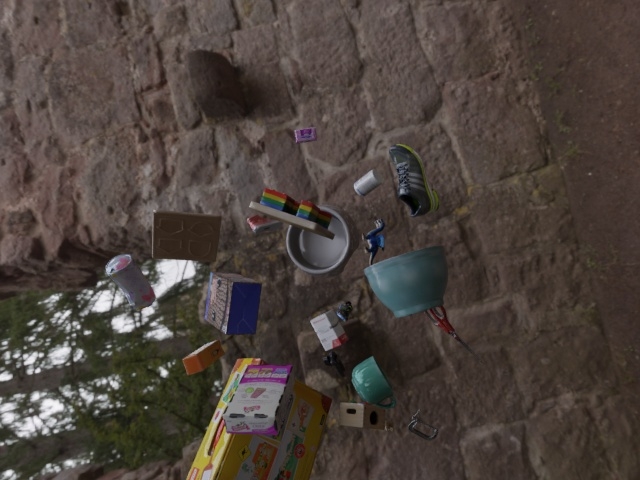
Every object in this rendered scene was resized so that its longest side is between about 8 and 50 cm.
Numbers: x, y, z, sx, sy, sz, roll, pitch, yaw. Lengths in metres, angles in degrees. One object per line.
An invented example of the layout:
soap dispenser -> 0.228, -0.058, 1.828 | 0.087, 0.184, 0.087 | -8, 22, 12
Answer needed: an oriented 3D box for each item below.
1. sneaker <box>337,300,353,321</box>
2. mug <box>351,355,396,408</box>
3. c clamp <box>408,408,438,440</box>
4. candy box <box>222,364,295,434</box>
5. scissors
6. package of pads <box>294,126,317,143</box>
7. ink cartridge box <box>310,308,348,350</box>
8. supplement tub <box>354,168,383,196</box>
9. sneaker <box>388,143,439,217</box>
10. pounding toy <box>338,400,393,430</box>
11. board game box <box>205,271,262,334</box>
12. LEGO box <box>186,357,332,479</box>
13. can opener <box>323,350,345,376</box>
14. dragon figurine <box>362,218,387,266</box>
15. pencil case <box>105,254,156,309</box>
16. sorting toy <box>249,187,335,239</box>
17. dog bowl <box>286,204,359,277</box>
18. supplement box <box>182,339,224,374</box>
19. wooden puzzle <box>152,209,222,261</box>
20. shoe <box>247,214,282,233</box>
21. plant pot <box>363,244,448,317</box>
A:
sneaker -> 0.144, 0.397, 2.394 | 0.067, 0.078, 0.188 | 44, -162, -7
mug -> 0.165, 0.458, 1.322 | 0.158, 0.097, 0.129 | 60, -178, 28
c clamp -> 0.481, 0.867, 1.950 | 0.160, 0.137, 0.022 | 34, -154, -5
candy box -> -0.179, 0.478, 1.282 | 0.233, 0.159, 0.071 | -63, -31, -68
scissors -> 0.506, 0.359, 1.621 | 0.297, 0.021, 0.109 | 53, 146, 3
package of pads -> -0.056, -0.403, 1.613 | 0.032, 0.083, 0.050 | 2, -100, -85
ink cartridge box -> 0.035, 0.353, 1.656 | 0.056, 0.099, 0.136 | -21, -99, -48
supplement tub -> 0.194, -0.232, 1.699 | 0.070, 0.107, 0.071 | 27, -134, -32
sneaker -> 0.339, -0.224, 1.590 | 0.300, 0.121, 0.111 | 60, 148, -3
pounding toy -> 0.207, 0.675, 1.616 | 0.205, 0.181, 0.094 | 25, -119, -36
board game box -> -0.402, 0.281, 1.919 | 0.290, 0.140, 0.233 | 7, 90, 57
LEGO box -> -0.212, 0.739, 1.513 | 0.372, 0.193, 0.501 | 38, -124, -26
can opener -> 0.075, 0.558, 1.902 | 0.186, 0.073, 0.059 | 56, -140, -43
dragon figurine -> 0.310, 0.017, 2.302 | 0.085, 0.143, 0.290 | 75, -174, -69
pencil case -> -0.845, 0.189, 1.879 | 0.113, 0.124, 0.273 | 31, 145, 37
sorting toy -> -0.084, -0.099, 1.525 | 0.255, 0.256, 0.090 | 26, -96, -73
dog bowl -> 0.000, 0.000, 1.940 | 0.102, 0.348, 0.350 | 9, -114, -74
supplement box -> -0.513, 0.514, 1.864 | 0.233, 0.080, 0.078 | -12, -99, -77
wooden puzzle -> -0.682, -0.029, 2.140 | 0.081, 0.321, 0.348 | -103, 25, -44
shoe -> -0.261, -0.086, 1.975 | 0.081, 0.177, 0.064 | 50, 127, 20
plant pot -> 0.318, 0.155, 1.469 | 0.293, 0.292, 0.197 | 68, -173, -79
